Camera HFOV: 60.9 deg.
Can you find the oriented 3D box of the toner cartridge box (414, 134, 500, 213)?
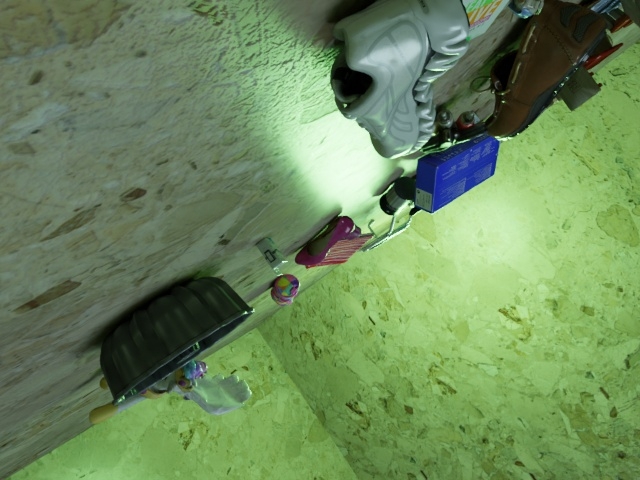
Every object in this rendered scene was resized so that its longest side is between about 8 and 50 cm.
[{"bbox_3d":[0.432,-0.228,1.701,0.348,0.075,0.165,-29,135,-34],"label":"toner cartridge box"}]

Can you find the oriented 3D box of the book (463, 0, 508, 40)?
[{"bbox_3d":[0.177,-0.276,0.647,0.096,0.035,0.144,-30,174,-9],"label":"book"}]

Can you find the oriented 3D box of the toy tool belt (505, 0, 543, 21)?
[{"bbox_3d":[0.262,-0.312,0.714,0.051,0.052,0.083,-49,167,31],"label":"toy tool belt"}]

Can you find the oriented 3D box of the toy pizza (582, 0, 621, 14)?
[{"bbox_3d":[0.584,-0.492,1.142,0.201,0.032,0.201,-34,174,-4],"label":"toy pizza"}]

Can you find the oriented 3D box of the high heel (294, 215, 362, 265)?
[{"bbox_3d":[0.000,0.000,1.648,0.244,0.082,0.117,-23,147,25],"label":"high heel"}]

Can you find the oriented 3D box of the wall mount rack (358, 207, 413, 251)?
[{"bbox_3d":[0.277,-0.081,2.180,0.304,0.130,0.350,-35,175,33],"label":"wall mount rack"}]

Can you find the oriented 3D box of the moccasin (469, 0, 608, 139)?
[{"bbox_3d":[0.382,-0.310,1.036,0.139,0.147,0.380,-51,171,-5],"label":"moccasin"}]

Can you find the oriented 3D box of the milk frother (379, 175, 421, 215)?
[{"bbox_3d":[0.275,-0.162,1.758,0.135,0.129,0.143,131,-28,-66],"label":"milk frother"}]

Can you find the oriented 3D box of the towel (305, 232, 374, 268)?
[{"bbox_3d":[0.065,0.041,2.053,0.199,0.031,0.275,-8,162,-23],"label":"towel"}]

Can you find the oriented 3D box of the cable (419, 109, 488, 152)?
[{"bbox_3d":[0.289,-0.246,1.223,0.139,0.072,0.287,-8,-175,7],"label":"cable"}]

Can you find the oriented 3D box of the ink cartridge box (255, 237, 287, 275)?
[{"bbox_3d":[-0.104,0.036,1.207,0.028,0.083,0.048,-36,174,9],"label":"ink cartridge box"}]

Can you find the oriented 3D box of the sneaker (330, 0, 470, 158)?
[{"bbox_3d":[0.065,-0.166,0.594,0.118,0.110,0.292,-27,165,-5],"label":"sneaker"}]

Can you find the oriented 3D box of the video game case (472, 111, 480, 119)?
[{"bbox_3d":[0.377,-0.302,1.520,0.143,0.019,0.157,-37,174,21],"label":"video game case"}]

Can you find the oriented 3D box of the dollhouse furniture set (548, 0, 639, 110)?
[{"bbox_3d":[0.574,-0.379,1.171,0.259,0.135,0.262,-30,173,-39],"label":"dollhouse furniture set"}]

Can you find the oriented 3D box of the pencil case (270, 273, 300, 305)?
[{"bbox_3d":[-0.139,0.197,2.142,0.104,0.104,0.236,-34,173,-14],"label":"pencil case"}]

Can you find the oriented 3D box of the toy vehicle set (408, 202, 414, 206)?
[{"bbox_3d":[0.381,-0.199,2.000,0.166,0.035,0.267,-54,169,14],"label":"toy vehicle set"}]

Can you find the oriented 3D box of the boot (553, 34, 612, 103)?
[{"bbox_3d":[0.676,-0.466,1.518,0.262,0.095,0.203,-43,171,39],"label":"boot"}]

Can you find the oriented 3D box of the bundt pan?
[{"bbox_3d":[-0.304,0.188,1.114,0.331,0.124,0.331,-36,174,-5],"label":"bundt pan"}]

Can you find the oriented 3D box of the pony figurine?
[{"bbox_3d":[-0.380,0.352,1.437,0.363,0.302,0.351,-20,179,29],"label":"pony figurine"}]
